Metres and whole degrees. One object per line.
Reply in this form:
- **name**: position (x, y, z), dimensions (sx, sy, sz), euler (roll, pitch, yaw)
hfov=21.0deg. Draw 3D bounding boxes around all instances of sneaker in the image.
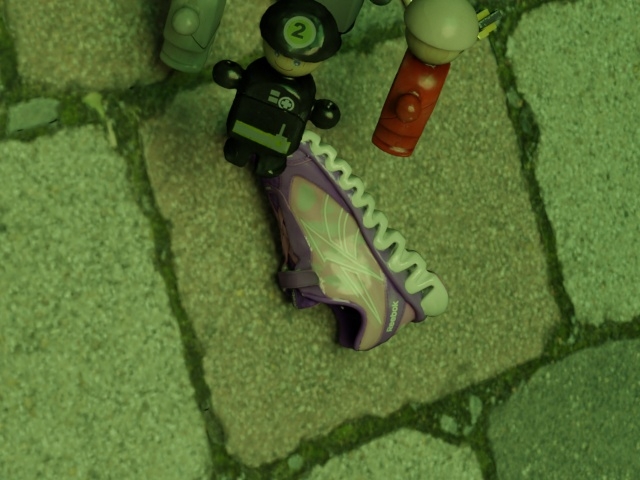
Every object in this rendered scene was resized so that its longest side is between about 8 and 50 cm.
- **sneaker**: position (0.000, 0.000, 1.426), dimensions (0.104, 0.095, 0.236), euler (-43, 105, -10)

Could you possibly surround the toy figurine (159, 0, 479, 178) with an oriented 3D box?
- **toy figurine**: position (-0.007, -0.169, 1.352), dimensions (0.213, 0.148, 0.209), euler (-9, 48, -31)

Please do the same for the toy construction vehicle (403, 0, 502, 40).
- **toy construction vehicle**: position (0.125, -0.218, 1.560), dimensions (0.098, 0.035, 0.086), euler (-31, 102, -32)
